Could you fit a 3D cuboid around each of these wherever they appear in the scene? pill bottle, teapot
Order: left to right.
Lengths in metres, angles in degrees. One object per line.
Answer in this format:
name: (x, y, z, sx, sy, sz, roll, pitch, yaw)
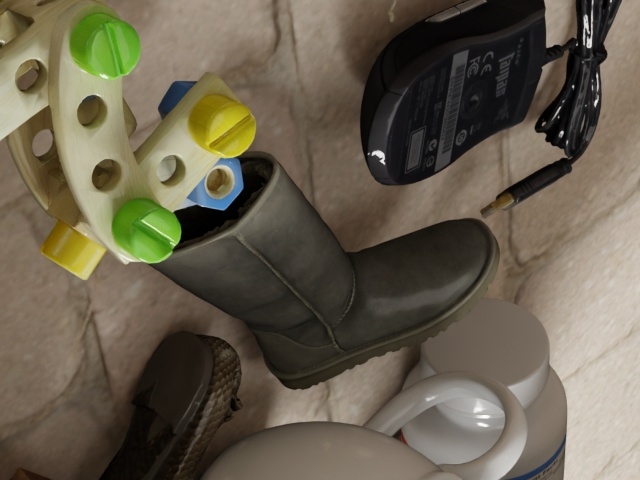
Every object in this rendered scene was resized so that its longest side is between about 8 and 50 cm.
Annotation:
teapot: (0.040, 0.223, 1.231, 0.252, 0.187, 0.256, -5, 85, -64)
pill bottle: (0.119, 0.150, 1.445, 0.124, 0.124, 0.221, -30, 139, -26)

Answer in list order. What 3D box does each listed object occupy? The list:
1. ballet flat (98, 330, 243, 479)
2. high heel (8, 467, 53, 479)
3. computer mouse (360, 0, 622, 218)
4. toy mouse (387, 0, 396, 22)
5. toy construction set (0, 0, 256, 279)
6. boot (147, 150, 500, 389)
ballet flat: (-0.120, 0.171, 1.247, 0.058, 0.084, 0.250, 24, 97, -46)
high heel: (-0.272, 0.182, 1.059, 0.181, 0.127, 0.377, -47, 141, 6)
computer mouse: (0.099, -0.085, 1.274, 0.262, 0.060, 0.184, -33, 141, -37)
toy mouse: (0.061, -0.198, 1.149, 0.161, 0.031, 0.143, -1, 122, -46)
toy construction set: (-0.184, -0.007, 0.936, 0.327, 0.151, 0.215, -49, 128, -28)
boot: (0.002, 0.001, 1.215, 0.189, 0.076, 0.208, -33, 138, 1)
